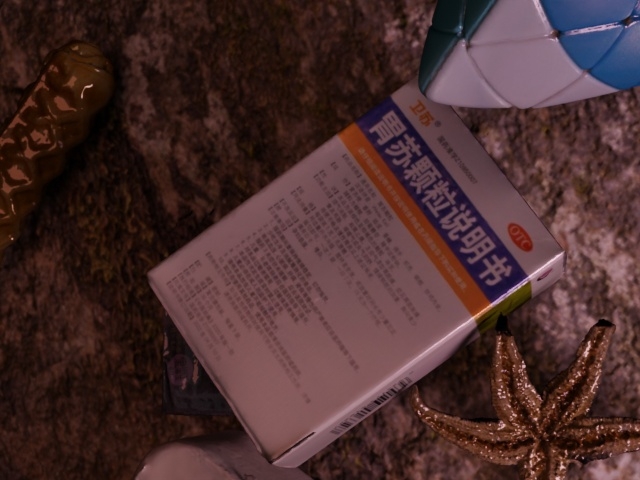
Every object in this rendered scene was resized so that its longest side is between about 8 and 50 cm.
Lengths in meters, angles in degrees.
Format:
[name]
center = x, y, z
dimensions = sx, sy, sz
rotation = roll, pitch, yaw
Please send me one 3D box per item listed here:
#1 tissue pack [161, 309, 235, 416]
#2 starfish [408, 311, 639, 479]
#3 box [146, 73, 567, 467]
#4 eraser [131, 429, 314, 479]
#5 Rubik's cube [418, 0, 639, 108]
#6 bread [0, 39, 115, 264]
[tissue pack]
center = -0.072, 0.109, 1.161
dimensions = 0.156, 0.051, 0.112
rotation = -2, 81, 22
[starfish]
center = 0.186, 0.167, 1.046
dimensions = 0.213, 0.057, 0.238
rotation = -6, 105, 13
[box]
center = 0.031, 0.029, 1.065
dimensions = 0.299, 0.106, 0.200
rotation = -36, 74, 0
[eraser]
center = -0.069, 0.368, 1.093
dimensions = 0.331, 0.150, 0.331
rotation = -2, 84, 19
[Rubik's cube]
center = 0.165, -0.206, 0.976
dimensions = 0.254, 0.254, 0.255
rotation = -2, 86, 21
[bread]
center = -0.326, -0.045, 1.259
dimensions = 0.077, 0.084, 0.368
rotation = 33, 99, -20
